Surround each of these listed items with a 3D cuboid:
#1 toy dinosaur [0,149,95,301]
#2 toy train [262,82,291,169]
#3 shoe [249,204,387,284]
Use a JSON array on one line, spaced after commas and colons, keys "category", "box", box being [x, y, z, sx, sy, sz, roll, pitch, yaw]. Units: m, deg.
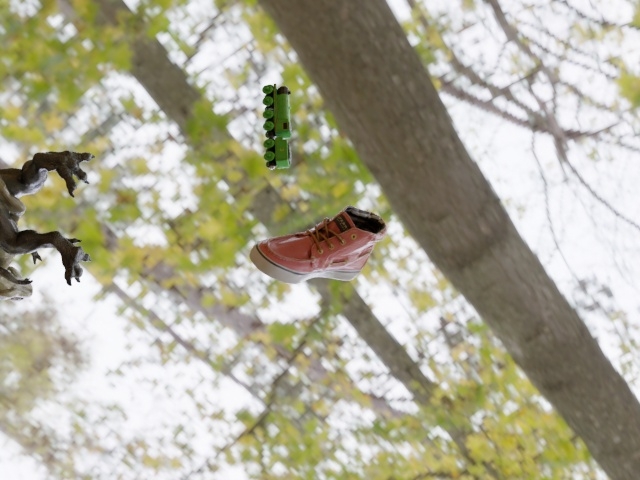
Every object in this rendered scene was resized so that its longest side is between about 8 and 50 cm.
[{"category": "toy dinosaur", "box": [-0.238, -0.030, 1.100, 0.118, 0.268, 0.064, 13, -138, 14]}, {"category": "toy train", "box": [-0.035, -0.095, 1.162, 0.023, 0.017, 0.083, -5, -120, 6]}, {"category": "shoe", "box": [0.000, 0.000, 1.598, 0.063, 0.178, 0.081, 52, -60, 29]}]
